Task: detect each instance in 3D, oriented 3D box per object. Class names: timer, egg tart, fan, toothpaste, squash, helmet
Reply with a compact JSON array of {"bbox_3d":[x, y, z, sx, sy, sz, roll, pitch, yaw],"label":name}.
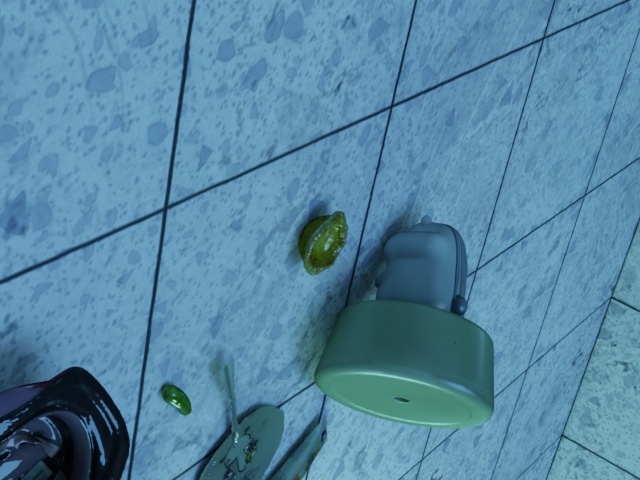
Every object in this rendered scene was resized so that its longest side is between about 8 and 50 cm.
[{"bbox_3d":[0.159,0.116,2.066,0.291,0.291,0.315,58,40,-61],"label":"timer"},{"bbox_3d":[0.000,0.000,1.852,0.105,0.039,0.105,-43,149,-34],"label":"egg tart"},{"bbox_3d":[-0.131,0.302,1.941,0.233,0.012,0.414,-45,152,-33],"label":"fan"},{"bbox_3d":[-0.076,0.429,2.127,0.056,0.058,0.314,50,58,-16],"label":"toothpaste"},{"bbox_3d":[-0.194,0.219,1.736,0.027,0.027,0.089,-56,155,-12],"label":"squash"},{"bbox_3d":[-0.341,0.259,1.371,0.198,0.154,0.253,62,39,-38],"label":"helmet"}]
